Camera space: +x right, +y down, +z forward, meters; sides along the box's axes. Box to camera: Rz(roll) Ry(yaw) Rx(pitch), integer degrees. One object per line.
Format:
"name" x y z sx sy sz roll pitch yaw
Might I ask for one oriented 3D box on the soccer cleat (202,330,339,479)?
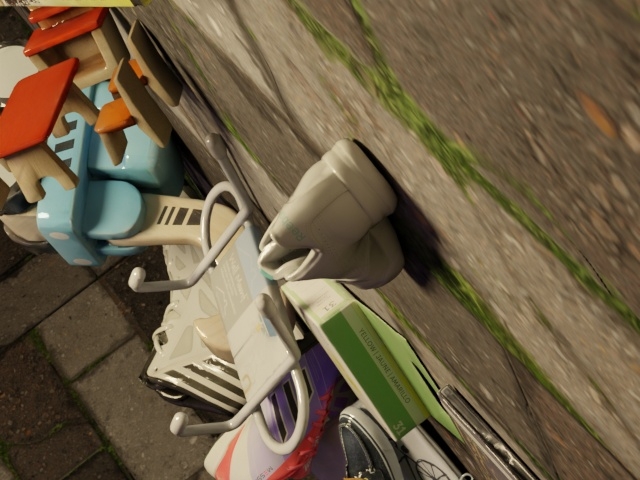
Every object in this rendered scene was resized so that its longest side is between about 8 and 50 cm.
"soccer cleat" -0.031 0.216 1.805 0.116 0.108 0.318 50 130 18

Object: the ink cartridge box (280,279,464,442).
"ink cartridge box" 0.058 0.131 1.515 0.171 0.056 0.235 56 175 -27

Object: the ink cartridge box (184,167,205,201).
"ink cartridge box" -0.289 -0.135 2.328 0.255 0.097 0.189 50 173 28

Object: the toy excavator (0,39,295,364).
"toy excavator" -0.248 -0.055 2.058 0.222 0.445 0.433 66 -153 -68

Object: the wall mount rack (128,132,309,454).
"wall mount rack" -0.101 0.057 1.677 0.304 0.130 0.350 -52 48 45

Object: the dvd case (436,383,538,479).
"dvd case" 0.184 0.236 1.346 0.164 0.018 0.221 47 172 40

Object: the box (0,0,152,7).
"box" -0.184 -0.211 1.047 0.232 0.058 0.087 10 142 53

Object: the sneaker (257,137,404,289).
"sneaker" 0.000 0.000 1.026 0.080 0.094 0.212 49 173 16

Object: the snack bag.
"snack bag" 0.115 0.336 1.795 0.342 0.037 0.323 51 152 3

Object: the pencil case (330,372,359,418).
"pencil case" 0.042 0.209 1.891 0.206 0.088 0.086 54 172 -3

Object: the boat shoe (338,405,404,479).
"boat shoe" 0.050 0.285 1.716 0.065 0.083 0.183 -6 112 59

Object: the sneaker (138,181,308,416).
"sneaker" -0.227 0.095 2.412 0.447 0.257 0.169 49 173 27

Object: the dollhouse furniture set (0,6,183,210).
"dollhouse furniture set" -0.289 -0.166 1.579 0.135 0.262 0.259 59 -157 -31
